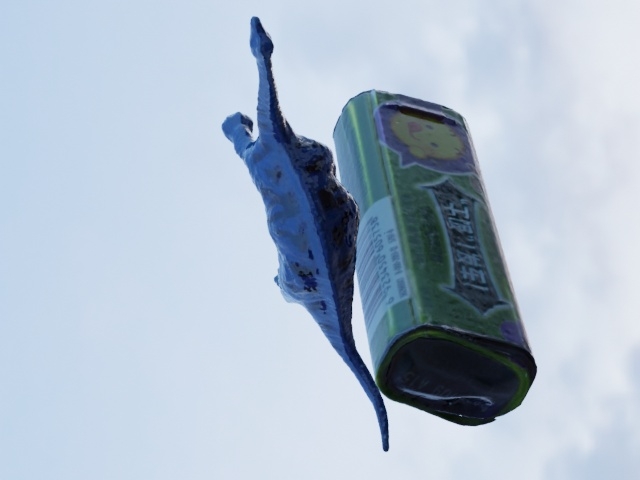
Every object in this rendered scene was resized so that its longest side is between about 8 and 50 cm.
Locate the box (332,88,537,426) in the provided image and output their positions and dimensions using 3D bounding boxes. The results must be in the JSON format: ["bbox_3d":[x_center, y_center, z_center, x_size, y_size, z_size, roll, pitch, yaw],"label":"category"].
[{"bbox_3d":[0.092,0.007,1.469,0.134,0.097,0.345,13,-145,-18],"label":"box"}]

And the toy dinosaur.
[{"bbox_3d":[-0.009,-0.020,1.193,0.144,0.076,0.329,-121,14,-66],"label":"toy dinosaur"}]
